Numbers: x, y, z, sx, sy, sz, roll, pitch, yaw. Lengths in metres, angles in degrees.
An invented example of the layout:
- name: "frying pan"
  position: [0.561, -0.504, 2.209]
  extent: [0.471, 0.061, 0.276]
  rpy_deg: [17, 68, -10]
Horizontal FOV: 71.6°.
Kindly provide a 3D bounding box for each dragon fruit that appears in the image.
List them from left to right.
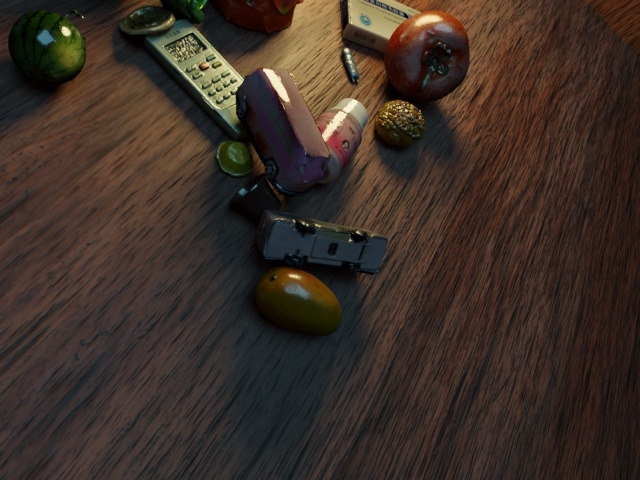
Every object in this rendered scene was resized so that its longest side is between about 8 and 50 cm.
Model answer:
- name: "dragon fruit"
  position: [-0.168, -0.773, 1.257]
  extent: [0.305, 0.225, 0.306]
  rpy_deg: [9, 69, -23]

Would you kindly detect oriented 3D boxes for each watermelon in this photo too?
- name: "watermelon"
  position: [-0.577, -0.427, 0.958]
  extent: [0.140, 0.140, 0.187]
  rpy_deg: [21, 59, -18]

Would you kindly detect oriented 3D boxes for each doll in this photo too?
- name: "doll"
  position: [0.096, -0.563, 1.425]
  extent: [0.037, 0.027, 0.125]
  rpy_deg: [-10, 78, -29]

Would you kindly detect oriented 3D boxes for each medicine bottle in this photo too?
- name: "medicine bottle"
  position: [0.035, -0.276, 1.207]
  extent: [0.147, 0.147, 0.247]
  rpy_deg: [38, 59, -8]

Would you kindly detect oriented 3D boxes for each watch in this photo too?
- name: "watch"
  position: [-0.341, -0.662, 1.144]
  extent: [0.131, 0.165, 0.152]
  rpy_deg: [28, 87, 5]

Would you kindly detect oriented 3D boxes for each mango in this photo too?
- name: "mango"
  position: [-0.041, 0.140, 0.992]
  extent: [0.221, 0.151, 0.120]
  rpy_deg: [28, 55, -15]

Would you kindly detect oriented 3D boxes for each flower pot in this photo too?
- name: "flower pot"
  position: [-0.149, -0.094, 1.072]
  extent: [0.089, 0.111, 0.111]
  rpy_deg: [49, 55, -20]

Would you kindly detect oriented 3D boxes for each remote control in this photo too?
- name: "remote control"
  position: [-0.286, -0.418, 1.154]
  extent: [0.344, 0.050, 0.145]
  rpy_deg: [45, 57, -4]

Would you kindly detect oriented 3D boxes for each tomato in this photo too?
- name: "tomato"
  position: [0.334, -0.587, 1.424]
  extent: [0.270, 0.270, 0.227]
  rpy_deg: [19, 27, -19]

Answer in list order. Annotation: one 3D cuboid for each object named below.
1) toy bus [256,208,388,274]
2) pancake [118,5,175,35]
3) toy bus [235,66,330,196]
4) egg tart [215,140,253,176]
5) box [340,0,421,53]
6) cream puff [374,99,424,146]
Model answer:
- name: "toy bus"
  position: [0.000, 0.000, 1.057]
  extent: [0.316, 0.138, 0.113]
  rpy_deg: [12, 105, -30]
- name: "pancake"
  position: [-0.437, -0.552, 1.115]
  extent: [0.139, 0.022, 0.140]
  rpy_deg: [-1, 54, 1]
- name: "toy bus"
  position: [-0.090, -0.262, 1.060]
  extent: [0.127, 0.147, 0.303]
  rpy_deg: [-10, 68, -46]
- name: "egg tart"
  position: [-0.210, -0.212, 1.116]
  extent: [0.105, 0.039, 0.105]
  rpy_deg: [11, 66, -25]
- name: "box"
  position: [0.234, -0.745, 1.544]
  extent: [0.343, 0.065, 0.200]
  rpy_deg: [9, 67, -24]
- name: "cream puff"
  position: [0.250, -0.364, 1.368]
  extent: [0.165, 0.115, 0.150]
  rpy_deg: [-13, 73, -30]
